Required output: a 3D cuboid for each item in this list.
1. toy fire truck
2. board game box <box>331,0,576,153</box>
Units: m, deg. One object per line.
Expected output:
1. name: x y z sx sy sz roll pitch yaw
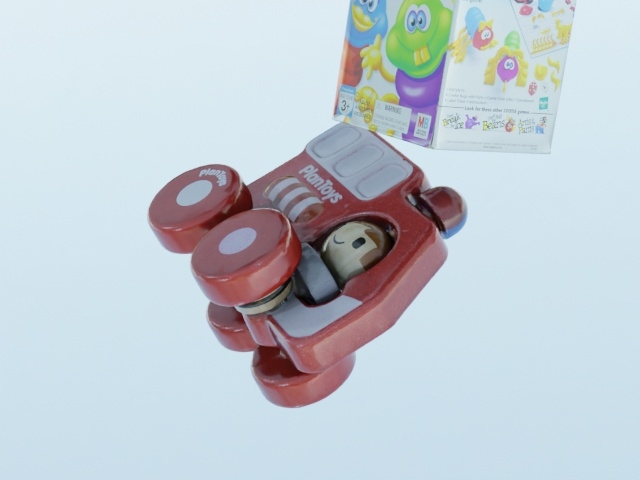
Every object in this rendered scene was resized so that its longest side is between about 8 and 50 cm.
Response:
1. toy fire truck: 0.000 0.000 1.541 0.254 0.169 0.302 -34 -148 -9
2. board game box: 0.124 -0.224 1.402 0.144 0.275 0.142 0 -166 -38
